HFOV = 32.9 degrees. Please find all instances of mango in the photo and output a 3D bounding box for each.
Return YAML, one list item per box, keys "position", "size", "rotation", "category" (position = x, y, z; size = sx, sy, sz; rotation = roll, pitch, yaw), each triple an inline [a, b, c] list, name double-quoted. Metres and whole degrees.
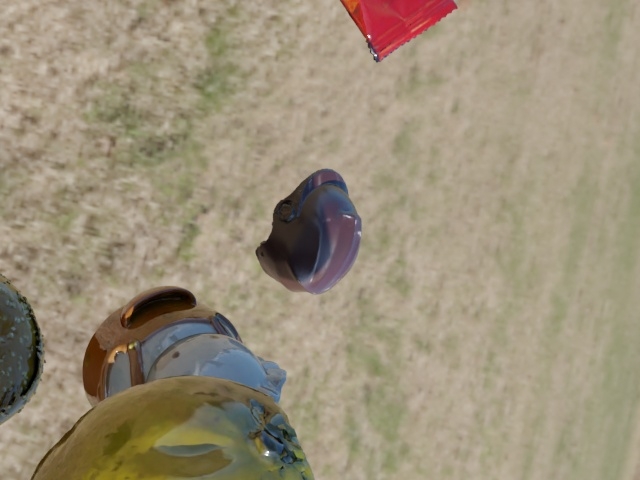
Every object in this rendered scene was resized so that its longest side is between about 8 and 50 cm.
- position: [-0.072, 0.165, 0.610]
  size: [0.262, 0.167, 0.130]
  rotation: [75, 4, -62]
  category: "mango"

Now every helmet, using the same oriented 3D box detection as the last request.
- position: [0.000, 0.000, 1.052]
  size: [0.098, 0.070, 0.123]
  rotation: [10, 117, -52]
  category: "helmet"

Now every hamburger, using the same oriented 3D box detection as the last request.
- position: [-0.361, 0.098, 1.053]
  size: [0.182, 0.118, 0.191]
  rotation: [-38, 108, -59]
  category: "hamburger"

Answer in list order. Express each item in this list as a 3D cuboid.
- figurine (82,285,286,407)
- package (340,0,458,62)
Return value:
- position: [-0.111, 0.126, 0.911]
  size: [0.143, 0.271, 0.143]
  rotation: [-18, 125, -28]
  category: "figurine"
- position: [0.008, -0.216, 0.704]
  size: [0.083, 0.022, 0.200]
  rotation: [-38, 96, -31]
  category: "package"
